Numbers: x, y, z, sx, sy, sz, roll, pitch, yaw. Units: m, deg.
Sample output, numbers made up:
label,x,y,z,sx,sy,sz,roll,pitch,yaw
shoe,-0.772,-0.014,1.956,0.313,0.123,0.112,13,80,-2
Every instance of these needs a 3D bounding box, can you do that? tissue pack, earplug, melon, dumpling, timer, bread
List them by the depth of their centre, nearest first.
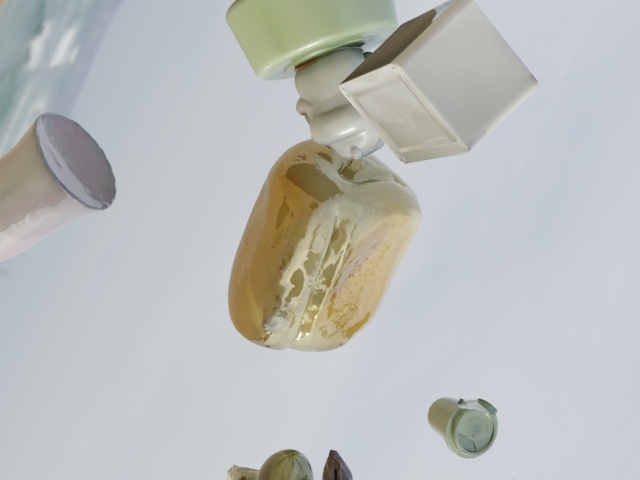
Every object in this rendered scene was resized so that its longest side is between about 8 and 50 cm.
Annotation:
label,x,y,z,sx,sy,sz,roll,pitch,yaw
tissue pack,0.151,-0.208,1.599,0.136,0.159,0.246,-43,-168,-12
earplug,-0.484,-0.048,1.843,0.301,0.172,0.172,-32,-152,21
melon,-0.060,0.411,2.015,0.098,0.098,0.130,-96,-162,-64
timer,0.022,-0.287,2.017,0.315,0.291,0.291,72,-19,1
bread,0.000,0.000,2.229,0.253,0.348,0.376,49,-49,37
dumpling,-0.128,0.507,2.361,0.188,0.108,0.127,14,-72,56

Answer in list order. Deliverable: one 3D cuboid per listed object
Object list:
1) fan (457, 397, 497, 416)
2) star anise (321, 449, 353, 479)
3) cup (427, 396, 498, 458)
label,x,y,z,sx,sy,sz,roll,pitch,yaw
fan,0.255,0.271,1.972,0.016,0.038,0.193,-49,-178,-9
star anise,-0.002,0.376,1.544,0.053,0.157,0.212,-3,93,-87
cup,0.281,0.372,2.401,0.120,0.120,0.141,-67,-158,-6
